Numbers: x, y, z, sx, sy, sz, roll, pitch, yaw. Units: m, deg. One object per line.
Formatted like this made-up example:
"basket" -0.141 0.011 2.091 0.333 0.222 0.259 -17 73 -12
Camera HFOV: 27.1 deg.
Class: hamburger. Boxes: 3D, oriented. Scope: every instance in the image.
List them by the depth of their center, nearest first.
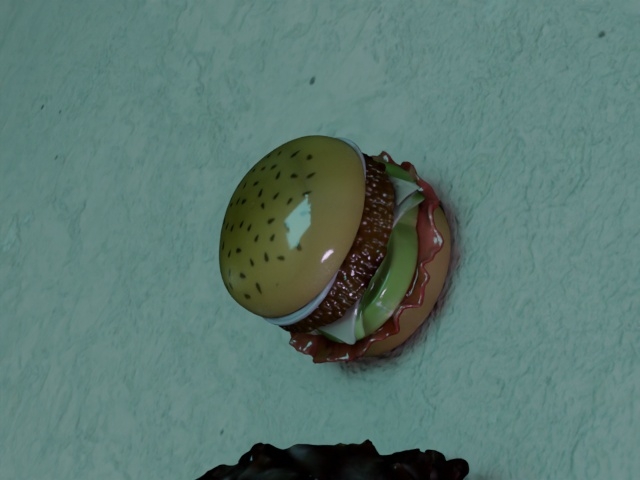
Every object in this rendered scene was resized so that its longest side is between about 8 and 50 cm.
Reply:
"hamburger" 0.001 0.002 0.978 0.175 0.137 0.175 -28 50 39

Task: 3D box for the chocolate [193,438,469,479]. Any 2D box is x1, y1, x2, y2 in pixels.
"chocolate" 0.018 0.178 0.816 0.224 0.206 0.177 -11 27 33
